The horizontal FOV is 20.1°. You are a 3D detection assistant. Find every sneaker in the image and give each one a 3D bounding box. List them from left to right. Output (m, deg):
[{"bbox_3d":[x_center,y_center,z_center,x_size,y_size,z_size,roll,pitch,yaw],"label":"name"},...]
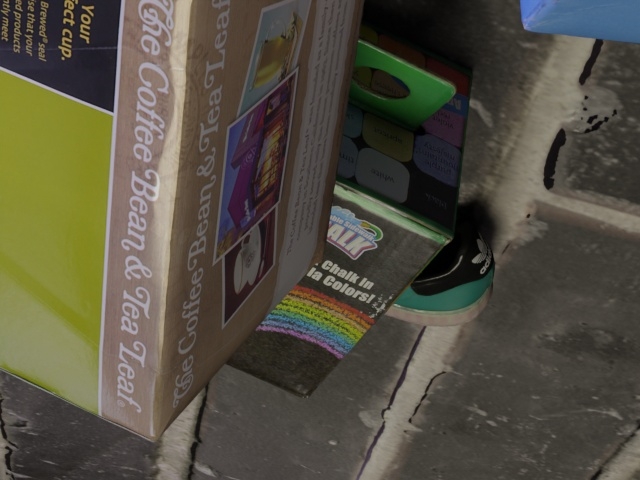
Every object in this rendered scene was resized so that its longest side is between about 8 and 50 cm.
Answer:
[{"bbox_3d":[0.000,0.000,1.557,0.302,0.108,0.121,4,153,7],"label":"sneaker"}]

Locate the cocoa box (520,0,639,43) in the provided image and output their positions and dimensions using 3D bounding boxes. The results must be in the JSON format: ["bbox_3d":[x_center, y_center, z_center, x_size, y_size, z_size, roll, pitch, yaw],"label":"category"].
[{"bbox_3d":[0.267,-0.209,0.711,0.347,0.231,0.228,4,160,-18],"label":"cocoa box"}]

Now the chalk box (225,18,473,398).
[{"bbox_3d":[-0.007,-0.054,1.317,0.180,0.179,0.289,25,135,-15],"label":"chalk box"}]

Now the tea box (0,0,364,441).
[{"bbox_3d":[-0.163,-0.115,1.068,0.323,0.220,0.329,25,131,17],"label":"tea box"}]
